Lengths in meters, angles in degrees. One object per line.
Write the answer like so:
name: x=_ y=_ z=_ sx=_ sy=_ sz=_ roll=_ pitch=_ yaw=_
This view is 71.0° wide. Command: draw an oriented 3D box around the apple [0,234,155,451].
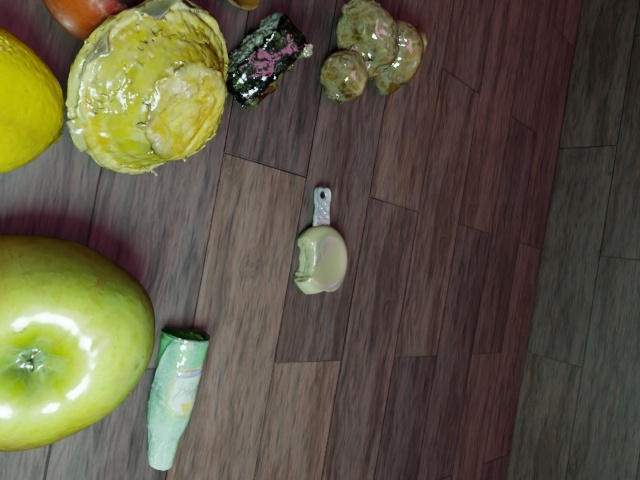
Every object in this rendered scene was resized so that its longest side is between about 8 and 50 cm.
apple: x=-0.437 y=0.161 z=0.699 sx=0.338 sy=0.305 sz=0.339 roll=-8 pitch=103 yaw=-40

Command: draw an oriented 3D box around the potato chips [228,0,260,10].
potato chips: x=-0.179 y=-0.614 z=0.992 sx=0.150 sy=0.049 sz=0.202 roll=-3 pitch=96 yaw=-44

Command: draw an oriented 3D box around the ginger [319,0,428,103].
ginger: x=0.161 y=-0.513 z=1.226 sx=0.375 sy=0.176 sz=0.256 roll=-20 pitch=126 yaw=-39

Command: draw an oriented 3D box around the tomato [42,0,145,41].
tomato: x=-0.367 y=-0.442 z=0.763 sx=0.208 sy=0.184 sz=0.208 roll=-4 pitch=97 yaw=-39

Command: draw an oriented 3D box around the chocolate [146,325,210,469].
chocolate: x=-0.316 y=0.338 z=0.964 sx=0.110 sy=0.110 sz=0.291 roll=11 pitch=90 yaw=-41

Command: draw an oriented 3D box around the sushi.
sushi: x=-0.133 y=-0.403 z=1.011 sx=0.212 sy=0.147 sz=0.115 roll=-50 pitch=132 yaw=-3

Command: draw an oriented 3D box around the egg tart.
egg tart: x=-0.276 y=-0.256 z=0.811 sx=0.341 sy=0.132 sz=0.341 roll=-44 pitch=157 yaw=-24

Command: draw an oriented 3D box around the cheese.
cheese: x=0.000 y=0.000 z=1.205 sx=0.163 sy=0.082 sz=0.286 roll=-5 pitch=96 yaw=-41

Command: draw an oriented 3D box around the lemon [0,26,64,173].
lemon: x=-0.516 y=-0.207 z=0.634 sx=0.263 sy=0.236 sz=0.236 roll=-47 pitch=132 yaw=-72
